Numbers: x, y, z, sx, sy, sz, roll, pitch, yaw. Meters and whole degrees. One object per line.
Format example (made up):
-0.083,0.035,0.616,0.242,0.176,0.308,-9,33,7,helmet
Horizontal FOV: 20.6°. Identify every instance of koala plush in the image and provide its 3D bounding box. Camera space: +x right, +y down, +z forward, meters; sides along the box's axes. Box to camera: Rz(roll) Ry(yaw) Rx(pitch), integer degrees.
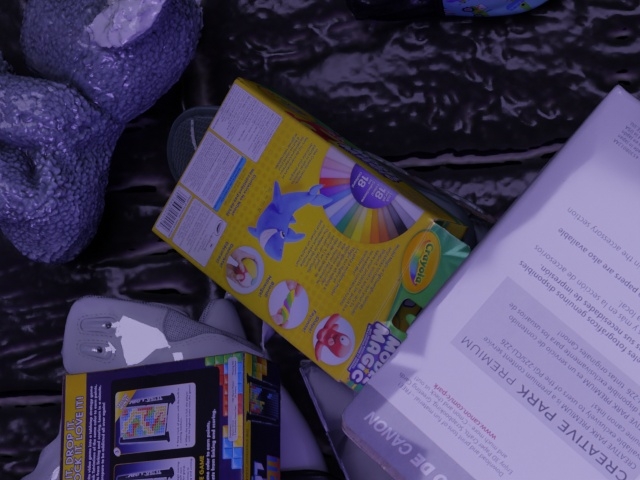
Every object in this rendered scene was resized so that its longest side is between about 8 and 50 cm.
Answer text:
-0.179,-0.117,1.283,0.221,0.196,0.203,-41,82,0,koala plush

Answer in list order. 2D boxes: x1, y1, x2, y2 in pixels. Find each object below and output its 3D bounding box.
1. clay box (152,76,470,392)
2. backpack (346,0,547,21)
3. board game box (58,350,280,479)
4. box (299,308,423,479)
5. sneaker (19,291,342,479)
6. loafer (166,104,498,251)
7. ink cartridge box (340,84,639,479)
0.000,0.000,1.184,0.222,0.053,0.127,37,104,29,clay box
0.099,-0.241,1.277,0.173,0.117,0.158,2,75,13,backpack
-0.095,0.163,1.097,0.141,0.048,0.170,-9,72,29,board game box
0.174,0.131,1.180,0.307,0.076,0.242,-26,71,6,box
-0.172,0.167,1.227,0.366,0.137,0.210,-18,72,3,sneaker
0.009,-0.029,1.270,0.267,0.084,0.096,24,110,31,loafer
0.214,0.112,1.065,0.309,0.130,0.272,42,90,20,ink cartridge box
